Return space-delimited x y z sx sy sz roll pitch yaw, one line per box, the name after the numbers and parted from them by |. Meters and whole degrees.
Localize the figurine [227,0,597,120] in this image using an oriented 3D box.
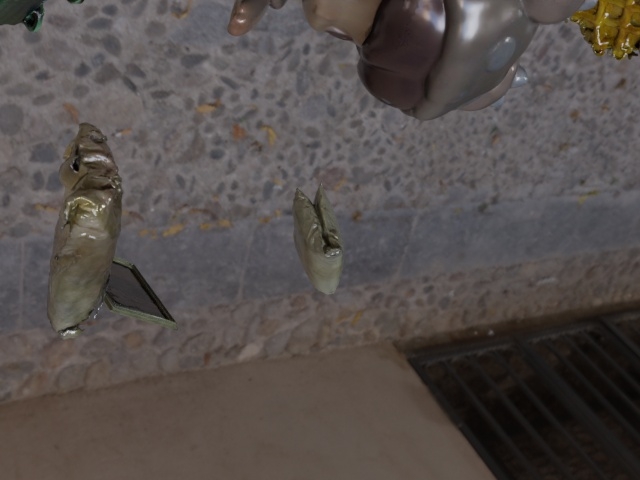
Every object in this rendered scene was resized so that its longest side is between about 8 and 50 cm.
0.035 -0.247 0.629 0.248 0.380 0.203 116 -2 -68 | figurine

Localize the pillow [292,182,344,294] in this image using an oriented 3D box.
0.000 0.000 1.202 0.077 0.134 0.181 -15 155 -7 | pillow

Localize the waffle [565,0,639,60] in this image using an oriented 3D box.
0.308 -0.278 0.721 0.070 0.193 0.197 -41 178 -29 | waffle

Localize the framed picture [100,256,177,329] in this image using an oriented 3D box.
-0.394 0.087 1.450 0.014 0.197 0.252 -43 158 3 | framed picture

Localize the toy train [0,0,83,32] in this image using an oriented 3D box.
-0.646 -0.618 1.568 0.179 0.442 0.273 -6 90 -42 | toy train

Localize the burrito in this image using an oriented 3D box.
-0.361 -0.011 1.112 0.107 0.175 0.348 12 137 -13 | burrito
